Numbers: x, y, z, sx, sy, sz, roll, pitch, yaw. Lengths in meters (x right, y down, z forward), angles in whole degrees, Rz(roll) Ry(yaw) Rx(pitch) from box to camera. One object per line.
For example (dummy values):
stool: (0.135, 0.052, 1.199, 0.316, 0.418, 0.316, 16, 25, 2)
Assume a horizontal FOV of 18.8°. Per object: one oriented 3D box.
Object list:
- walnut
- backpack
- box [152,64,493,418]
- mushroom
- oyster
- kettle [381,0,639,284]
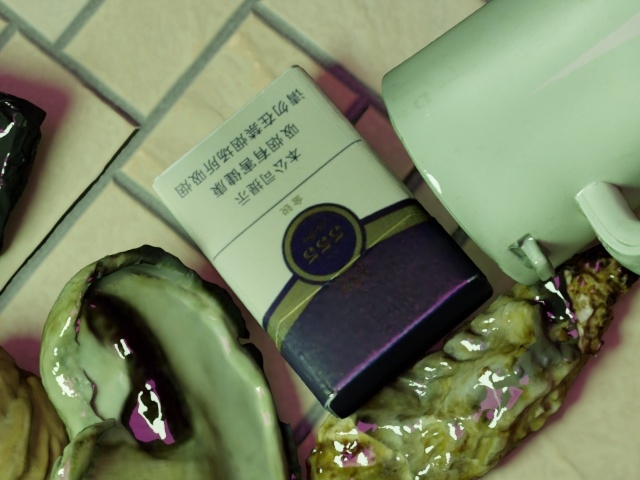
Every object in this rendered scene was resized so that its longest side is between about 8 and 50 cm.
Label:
walnut: (-0.303, 0.185, 1.559, 0.213, 0.213, 0.213, -2, 78, 9)
backpack: (-0.305, -0.056, 1.653, 0.120, 0.106, 0.165, 24, 102, 22)
box: (0.000, 0.000, 1.589, 0.168, 0.071, 0.259, -40, 64, -1)
mushroom: (-0.133, 0.185, 1.518, 0.130, 0.247, 0.344, -31, 74, 42)
oyster: (0.125, 0.111, 1.570, 0.345, 0.078, 0.129, -41, 67, 2)
kettle: (0.230, -0.122, 1.466, 0.318, 0.265, 0.205, -35, 108, 16)
